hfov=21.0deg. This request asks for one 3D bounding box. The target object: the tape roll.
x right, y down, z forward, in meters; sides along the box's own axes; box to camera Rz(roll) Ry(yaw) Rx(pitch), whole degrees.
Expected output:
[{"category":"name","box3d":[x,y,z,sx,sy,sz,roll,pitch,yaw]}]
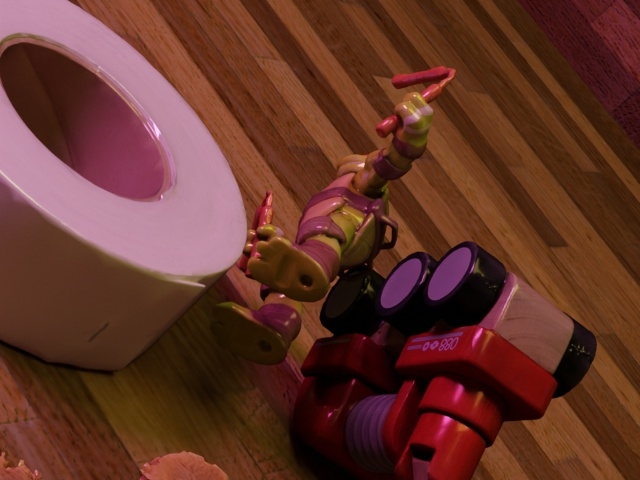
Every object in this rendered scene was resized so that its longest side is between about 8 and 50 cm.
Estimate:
[{"category":"tape roll","box3d":[-0.186,-0.052,1.169,0.286,0.100,0.286,38,24,-20]}]

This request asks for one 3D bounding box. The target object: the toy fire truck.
[{"category":"toy fire truck","box3d":[0.069,0.152,1.215,0.158,0.217,0.246,37,66,-21]}]

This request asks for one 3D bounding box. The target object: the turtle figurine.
[{"category":"turtle figurine","box3d":[0.000,0.000,1.248,0.087,0.269,0.217,45,39,-8]}]

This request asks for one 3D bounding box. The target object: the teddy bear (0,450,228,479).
[{"category":"teddy bear","box3d":[-0.148,0.214,0.822,0.245,0.113,0.338,40,30,3]}]
